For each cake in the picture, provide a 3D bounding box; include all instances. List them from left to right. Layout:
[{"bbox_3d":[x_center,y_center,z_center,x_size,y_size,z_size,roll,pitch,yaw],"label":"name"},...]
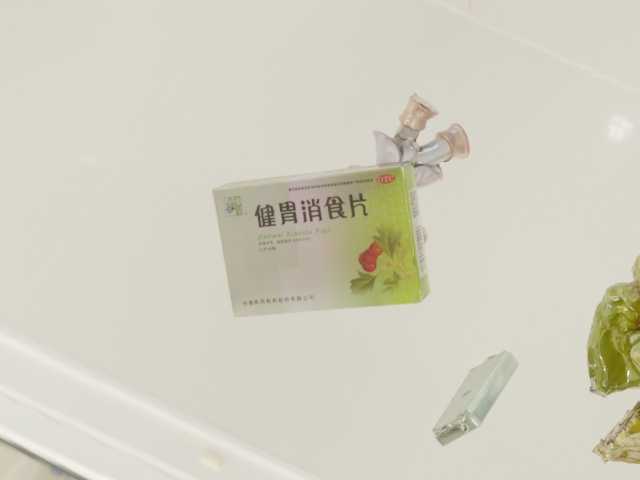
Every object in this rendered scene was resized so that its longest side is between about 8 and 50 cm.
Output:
[{"bbox_3d":[0.420,0.244,1.445,0.185,0.116,0.079,12,124,-32],"label":"cake"}]

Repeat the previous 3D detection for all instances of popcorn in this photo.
[{"bbox_3d":[0.505,0.110,1.465,0.321,0.290,0.326,25,142,-35],"label":"popcorn"}]

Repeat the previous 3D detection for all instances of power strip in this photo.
[{"bbox_3d":[0.221,0.222,1.537,0.035,0.192,0.081,50,128,-3],"label":"power strip"}]

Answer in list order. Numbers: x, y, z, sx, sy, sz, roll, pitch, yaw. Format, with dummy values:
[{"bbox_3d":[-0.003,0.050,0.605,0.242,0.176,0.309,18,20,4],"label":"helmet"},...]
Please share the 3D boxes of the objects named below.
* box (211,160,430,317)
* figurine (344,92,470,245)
[{"bbox_3d":[0.001,0.001,1.391,0.260,0.062,0.175,-6,99,18],"label":"box"},{"bbox_3d":[0.086,-0.070,1.509,0.133,0.276,0.200,29,-166,-45],"label":"figurine"}]
